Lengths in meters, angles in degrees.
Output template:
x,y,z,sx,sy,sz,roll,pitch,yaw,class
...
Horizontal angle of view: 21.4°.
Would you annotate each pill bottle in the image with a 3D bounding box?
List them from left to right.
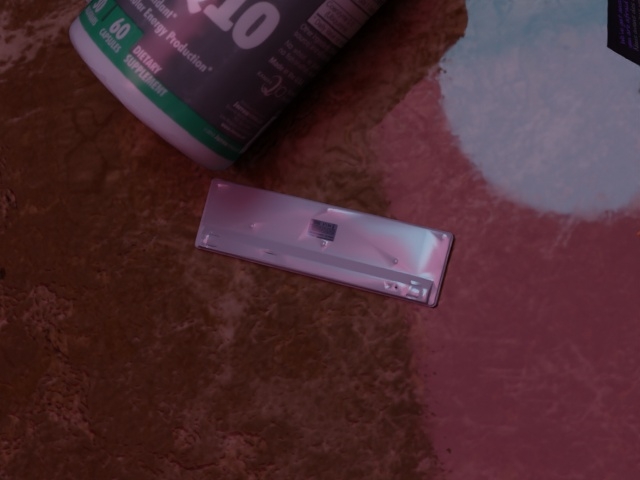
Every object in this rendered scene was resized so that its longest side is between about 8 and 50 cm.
x,y,z,sx,sy,sz,roll,pitch,yaw,class
-0.045,-0.258,1.581,0.361,0.204,0.204,-47,70,7,pill bottle

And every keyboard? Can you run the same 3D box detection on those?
x,y,z,sx,sy,sz,roll,pitch,yaw,class
0.000,0.000,1.628,0.256,0.014,0.072,14,81,21,keyboard

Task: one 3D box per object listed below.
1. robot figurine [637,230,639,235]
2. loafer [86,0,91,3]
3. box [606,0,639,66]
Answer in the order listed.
x,y,z,sx,sy,sz,roll,pitch,yaw,class
0.379,-0.043,1.434,0.219,0.128,0.158,1,120,20,robot figurine
-0.211,-0.297,1.740,0.045,0.039,0.125,18,91,-12,loafer
0.383,-0.191,1.380,0.165,0.143,0.270,-31,48,-22,box
